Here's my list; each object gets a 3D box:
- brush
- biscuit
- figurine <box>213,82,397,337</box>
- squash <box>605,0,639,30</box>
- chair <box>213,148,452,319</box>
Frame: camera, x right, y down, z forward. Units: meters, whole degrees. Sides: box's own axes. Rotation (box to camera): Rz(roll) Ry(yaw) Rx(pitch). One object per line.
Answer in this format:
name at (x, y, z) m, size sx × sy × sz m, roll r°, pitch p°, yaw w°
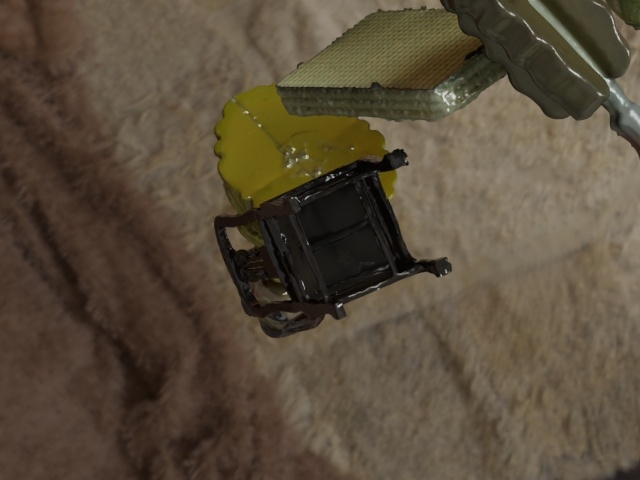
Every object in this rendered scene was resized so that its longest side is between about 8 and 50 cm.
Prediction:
brush at (0.203, -0.091, 0.955) m, size 0.301 × 0.071 × 0.084 m, roll 44°, pitch 80°, yaw -20°
biscuit at (0.064, -0.131, 1.045) m, size 0.199 × 0.121 × 0.041 m, roll 10°, pitch 132°, yaw 55°
figurine at (-0.033, 0.004, 1.481) m, size 0.187 × 0.168 × 0.315 m, roll 20°, pitch 147°, yaw 5°
squash at (0.352, -0.273, 1.561) m, size 0.105 × 0.105 × 0.132 m, roll 10°, pitch 151°, yaw 15°
chair at (0.000, 0.000, 1.162) m, size 0.113 × 0.229 × 0.106 m, roll -23°, pitch 96°, yaw -17°
